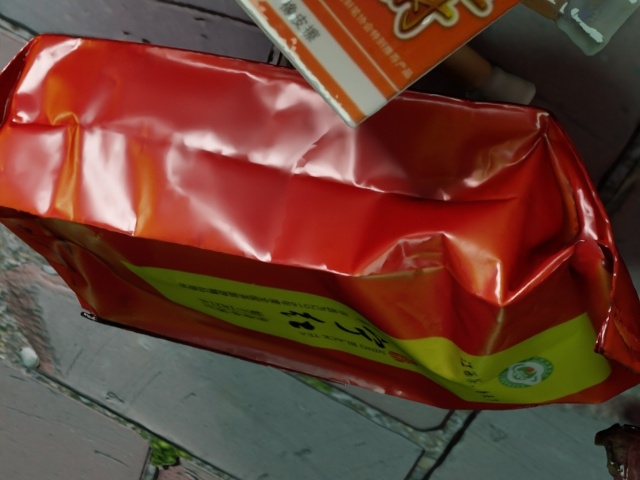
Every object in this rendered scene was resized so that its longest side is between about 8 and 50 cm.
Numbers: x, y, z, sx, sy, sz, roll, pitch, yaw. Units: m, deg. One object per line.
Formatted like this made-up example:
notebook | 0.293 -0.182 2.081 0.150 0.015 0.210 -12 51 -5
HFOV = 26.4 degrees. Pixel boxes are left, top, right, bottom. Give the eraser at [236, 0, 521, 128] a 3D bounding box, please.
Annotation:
eraser | 0.051 -0.173 0.560 0.230 0.038 0.157 -37 110 17

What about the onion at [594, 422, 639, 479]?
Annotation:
onion | 0.262 0.185 0.837 0.218 0.140 0.195 27 149 10

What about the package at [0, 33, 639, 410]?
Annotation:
package | -0.001 0.000 0.764 0.424 0.123 0.196 12 160 25

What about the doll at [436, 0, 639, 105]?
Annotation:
doll | 0.034 -0.133 0.670 0.217 0.085 0.183 23 147 -19
